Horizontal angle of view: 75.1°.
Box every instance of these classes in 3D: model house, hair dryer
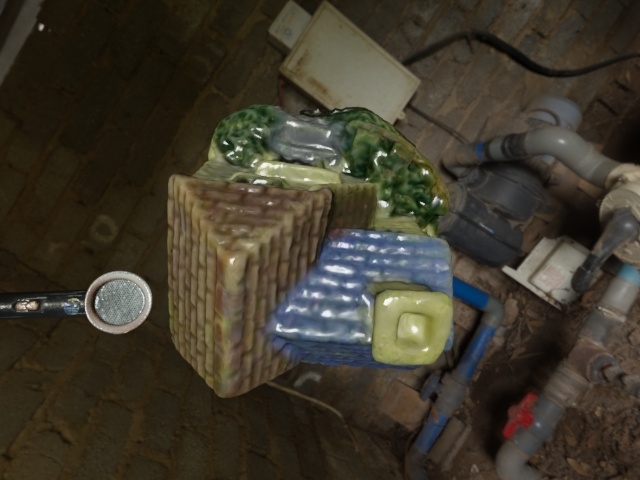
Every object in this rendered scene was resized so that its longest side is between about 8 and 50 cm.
[{"bbox_3d":[0.000,0.000,0.435,0.266,0.321,0.261,-91,8,-69],"label":"model house"},{"bbox_3d":[-0.329,0.072,0.482,0.128,0.256,0.070,159,112,-69],"label":"hair dryer"}]
